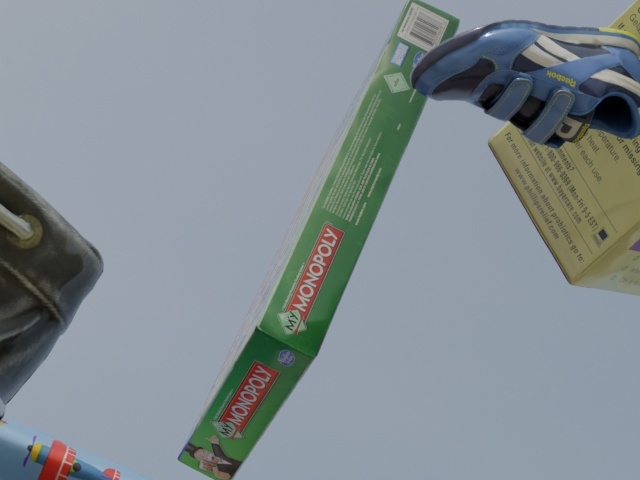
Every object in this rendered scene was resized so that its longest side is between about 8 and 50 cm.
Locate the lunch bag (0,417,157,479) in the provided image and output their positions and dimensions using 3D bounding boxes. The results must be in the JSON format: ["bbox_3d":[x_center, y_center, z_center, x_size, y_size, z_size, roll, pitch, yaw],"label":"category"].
[{"bbox_3d":[-0.189,0.190,1.111,0.221,0.138,0.293,24,-8,-8],"label":"lunch bag"}]

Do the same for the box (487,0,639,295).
[{"bbox_3d":[0.268,-0.078,1.060,0.243,0.214,0.117,-44,-124,29],"label":"box"}]

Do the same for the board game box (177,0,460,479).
[{"bbox_3d":[0.000,0.000,1.259,0.046,0.317,0.213,27,-36,-4],"label":"board game box"}]

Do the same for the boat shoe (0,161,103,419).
[{"bbox_3d":[-0.219,-0.064,0.609,0.335,0.119,0.121,45,-22,-4],"label":"boat shoe"}]

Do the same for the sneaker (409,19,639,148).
[{"bbox_3d":[0.119,-0.084,0.948,0.053,0.144,0.059,131,-47,-59],"label":"sneaker"}]
